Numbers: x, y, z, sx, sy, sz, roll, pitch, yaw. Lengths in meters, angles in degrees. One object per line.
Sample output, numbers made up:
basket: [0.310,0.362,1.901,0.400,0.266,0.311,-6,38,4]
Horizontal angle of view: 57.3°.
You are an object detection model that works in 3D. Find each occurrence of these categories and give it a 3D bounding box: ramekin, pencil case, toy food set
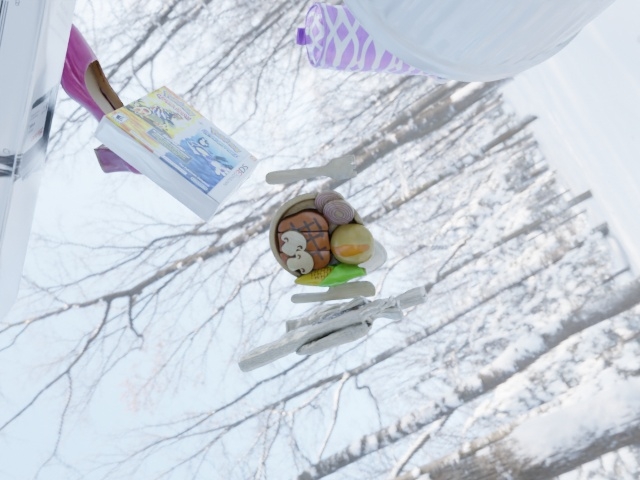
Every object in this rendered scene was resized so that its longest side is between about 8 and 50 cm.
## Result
ramekin: [0.109,-0.212,0.345,0.207,0.207,0.109,56,167,-5]
pencil case: [0.080,-0.258,0.753,0.206,0.086,0.088,-1,-153,-21]
toy food set: [0.000,0.000,0.726,0.038,0.132,0.192,-80,-20,-66]

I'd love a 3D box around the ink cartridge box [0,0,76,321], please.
ink cartridge box: [-0.397,-0.132,0.512,0.285,0.395,0.166,12,-174,-17]

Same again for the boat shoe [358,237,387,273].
boat shoe: [0.040,-0.003,0.983,0.206,0.075,0.065,25,-154,-45]

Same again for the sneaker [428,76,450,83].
sneaker: [0.189,-0.313,1.054,0.070,0.134,0.051,38,-112,-53]

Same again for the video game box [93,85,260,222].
video game box: [-0.211,-0.141,0.908,0.205,0.048,0.187,38,-152,-7]

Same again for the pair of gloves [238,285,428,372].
pair of gloves: [0.024,0.099,0.751,0.240,0.204,0.042,-10,-99,-69]

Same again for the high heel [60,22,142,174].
high heel: [-0.474,-0.329,1.363,0.127,0.181,0.377,-76,-21,-51]
